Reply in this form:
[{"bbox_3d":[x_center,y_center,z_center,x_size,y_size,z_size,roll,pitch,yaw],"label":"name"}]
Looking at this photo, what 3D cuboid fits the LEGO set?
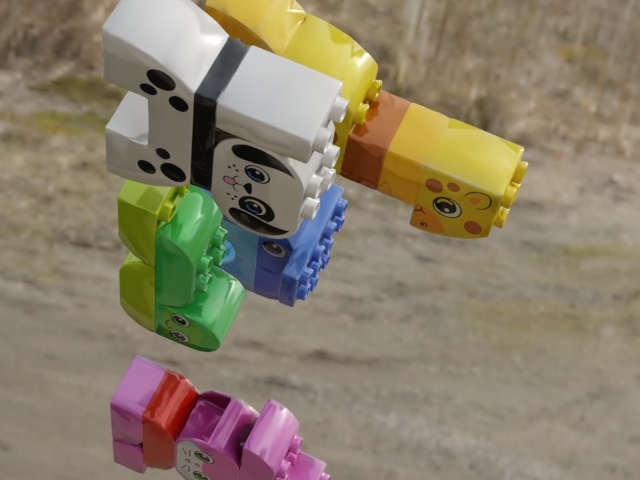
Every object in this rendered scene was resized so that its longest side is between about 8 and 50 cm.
[{"bbox_3d":[0.000,0.000,0.459,0.093,0.227,0.087,23,59,8],"label":"LEGO set"}]
